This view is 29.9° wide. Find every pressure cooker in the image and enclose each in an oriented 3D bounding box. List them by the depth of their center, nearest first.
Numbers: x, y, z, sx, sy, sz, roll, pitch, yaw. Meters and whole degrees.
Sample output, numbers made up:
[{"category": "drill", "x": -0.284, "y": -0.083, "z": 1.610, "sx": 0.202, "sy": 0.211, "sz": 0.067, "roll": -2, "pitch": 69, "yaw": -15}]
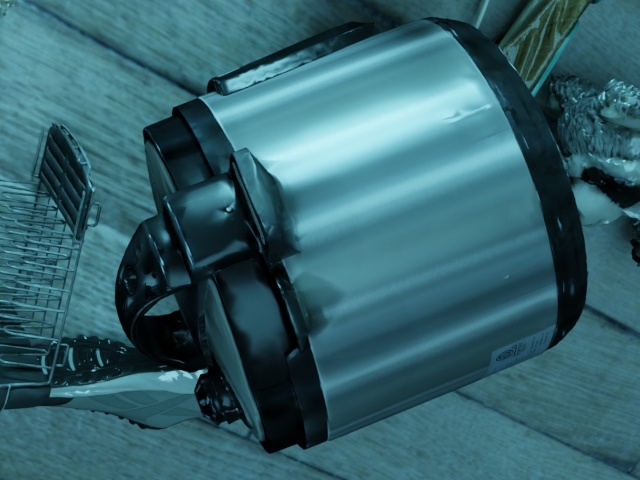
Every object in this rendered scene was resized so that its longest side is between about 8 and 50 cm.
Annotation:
[{"category": "pressure cooker", "x": 0.002, "y": 0.005, "z": 1.177, "sx": 0.420, "sy": 0.375, "sz": 0.370, "roll": -22, "pitch": 120, "yaw": -9}]

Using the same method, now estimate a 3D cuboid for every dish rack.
[{"category": "dish rack", "x": -0.300, "y": 0.019, "z": 1.225, "sx": 0.074, "sy": 0.208, "sz": 0.272, "roll": 7, "pitch": 110, "yaw": -30}]

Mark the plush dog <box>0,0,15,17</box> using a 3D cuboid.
[{"category": "plush dog", "x": -0.408, "y": -0.271, "z": 1.056, "sx": 0.210, "sy": 0.225, "sz": 0.263, "roll": -23, "pitch": 116, "yaw": -5}]

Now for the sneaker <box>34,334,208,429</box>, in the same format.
[{"category": "sneaker", "x": -0.220, "y": 0.171, "z": 1.365, "sx": 0.271, "sy": 0.100, "sz": 0.108, "roll": 0, "pitch": 117, "yaw": -15}]

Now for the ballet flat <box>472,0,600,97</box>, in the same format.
[{"category": "ballet flat", "x": 0.256, "y": -0.281, "z": 1.309, "sx": 0.124, "sy": 0.116, "sz": 0.342, "roll": 38, "pitch": 103, "yaw": -7}]

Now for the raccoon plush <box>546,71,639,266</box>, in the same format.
[{"category": "raccoon plush", "x": 0.447, "y": -0.147, "z": 1.390, "sx": 0.446, "sy": 0.216, "sz": 0.299, "roll": -47, "pitch": 114, "yaw": -26}]
